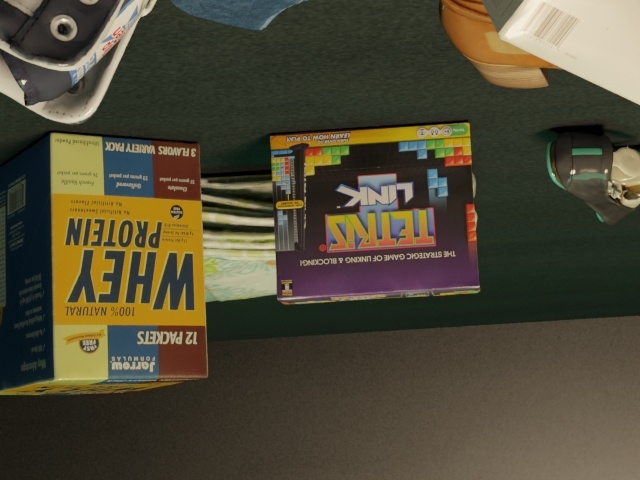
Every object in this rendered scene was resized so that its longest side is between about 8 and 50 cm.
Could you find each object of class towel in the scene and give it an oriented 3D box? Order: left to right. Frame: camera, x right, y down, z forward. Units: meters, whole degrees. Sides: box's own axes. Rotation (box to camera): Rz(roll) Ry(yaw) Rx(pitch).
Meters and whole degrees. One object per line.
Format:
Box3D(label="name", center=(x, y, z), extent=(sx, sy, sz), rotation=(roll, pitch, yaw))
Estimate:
Box3D(label="towel", center=(-0.028, -0.144, 0.765), extent=(0.067, 0.029, 0.119), rotation=(5, 168, -35))
Box3D(label="towel", center=(0.000, 0.000, 1.489), extent=(0.320, 0.090, 0.374), rotation=(-3, 171, 3))

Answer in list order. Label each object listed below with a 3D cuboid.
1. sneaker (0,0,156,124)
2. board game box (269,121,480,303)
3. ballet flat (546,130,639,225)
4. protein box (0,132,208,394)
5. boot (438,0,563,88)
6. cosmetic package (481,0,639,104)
Box3D(label="sneaker", center=(-0.034, -0.123, 0.502), extent=(0.282, 0.153, 0.099), rotation=(-2, 171, -5))
Box3D(label="board game box", center=(0.045, -0.022, 1.198), extent=(0.170, 0.141, 0.048), rotation=(-4, 171, 5))
Box3D(label="ballet flat", center=(0.265, -0.056, 1.286), extent=(0.074, 0.074, 0.203), rotation=(-7, 168, 25))
Box3D(label="protein box", center=(-0.203, 0.029, 1.246), extent=(0.136, 0.201, 0.200), rotation=(2, 170, -29))
Box3D(label="boot", center=(0.161, -0.134, 0.772), extent=(0.197, 0.073, 0.152), rotation=(-11, 163, 14))
Box3D(label="cosmetic package", center=(0.177, -0.101, 0.679), extent=(0.239, 0.099, 0.060), rotation=(19, 120, -29))
